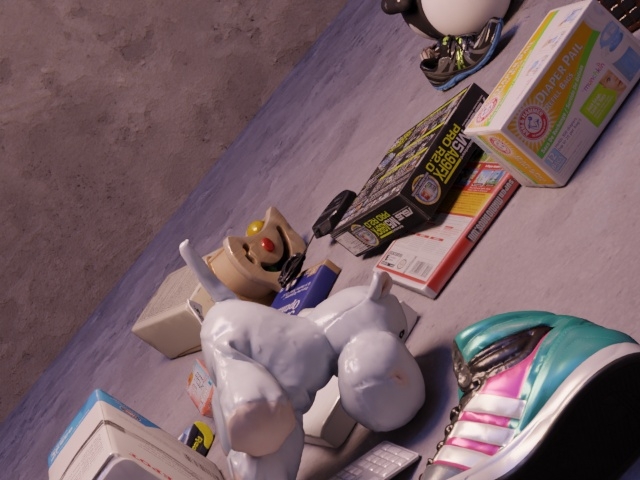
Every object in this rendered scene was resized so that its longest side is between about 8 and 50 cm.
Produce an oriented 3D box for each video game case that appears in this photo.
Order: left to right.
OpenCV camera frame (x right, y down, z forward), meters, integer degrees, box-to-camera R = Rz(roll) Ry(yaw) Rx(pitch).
[{"bbox_3d":[0.194,-0.053,1.387,0.285,0.025,0.204,-53,16,-5],"label":"video game case"}]

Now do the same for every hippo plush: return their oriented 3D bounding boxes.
[{"bbox_3d":[-0.009,0.155,1.173,0.234,0.237,0.294,90,164,-48],"label":"hippo plush"}]

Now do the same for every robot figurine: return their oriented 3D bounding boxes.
[{"bbox_3d":[0.242,-0.456,1.868,0.209,0.173,0.278,-50,15,2],"label":"robot figurine"}]

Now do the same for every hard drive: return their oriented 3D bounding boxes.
[{"bbox_3d":[-0.002,0.178,1.390,0.203,0.040,0.307,-57,17,-19],"label":"hard drive"}]

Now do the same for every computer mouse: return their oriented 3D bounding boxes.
[{"bbox_3d":[0.000,0.000,1.734,0.071,0.041,0.242,-26,23,54],"label":"computer mouse"}]

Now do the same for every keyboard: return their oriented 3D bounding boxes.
[{"bbox_3d":[-0.013,0.281,1.040,0.256,0.014,0.072,-30,9,-23],"label":"keyboard"}]

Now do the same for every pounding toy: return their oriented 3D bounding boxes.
[{"bbox_3d":[-0.142,0.062,1.818,0.155,0.154,0.269,-41,18,31],"label":"pounding toy"}]

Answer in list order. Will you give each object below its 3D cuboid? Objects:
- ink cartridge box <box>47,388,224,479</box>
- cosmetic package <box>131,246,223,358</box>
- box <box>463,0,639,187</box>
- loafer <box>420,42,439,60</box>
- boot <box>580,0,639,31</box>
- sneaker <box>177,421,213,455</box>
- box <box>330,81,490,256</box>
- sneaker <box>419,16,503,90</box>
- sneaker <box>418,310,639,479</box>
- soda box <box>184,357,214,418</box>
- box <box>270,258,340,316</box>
[{"bbox_3d":[-0.229,0.337,1.326,0.129,0.223,0.307,-53,16,-5],"label":"ink cartridge box"},{"bbox_3d":[-0.249,0.130,2.038,0.309,0.113,0.160,-24,31,59],"label":"cosmetic package"},{"bbox_3d":[0.289,-0.177,1.240,0.203,0.114,0.103,-55,16,-7],"label":"box"},{"bbox_3d":[0.218,-0.357,1.958,0.039,0.045,0.125,-39,16,17],"label":"loafer"},{"bbox_3d":[0.428,-0.339,1.334,0.106,0.082,0.219,-36,-3,-43],"label":"boot"},{"bbox_3d":[-0.221,0.351,1.589,0.059,0.053,0.144,-33,15,45],"label":"sneaker"},{"bbox_3d":[0.136,-0.098,1.509,0.216,0.060,0.270,-55,9,-22],"label":"box"},{"bbox_3d":[0.242,-0.328,1.759,0.188,0.078,0.067,-32,25,47],"label":"sneaker"},{"bbox_3d":[0.140,0.167,0.865,0.295,0.124,0.178,-42,22,4],"label":"sneaker"},{"bbox_3d":[-0.171,0.243,1.645,0.058,0.063,0.183,-69,17,0],"label":"soda box"},{"bbox_3d":[-0.058,0.139,1.637,0.136,0.036,0.225,-29,29,53],"label":"box"}]
